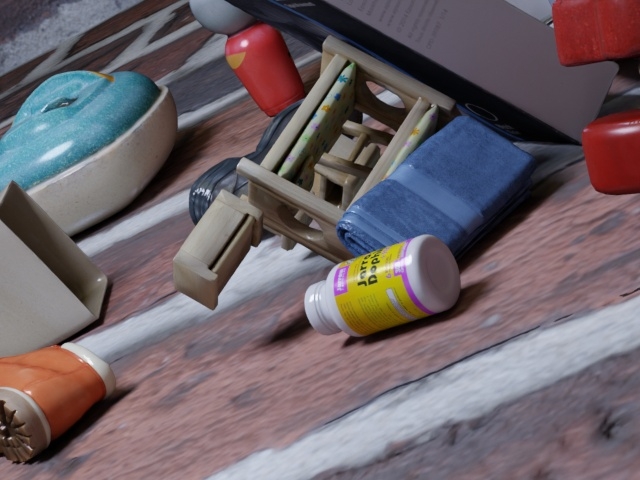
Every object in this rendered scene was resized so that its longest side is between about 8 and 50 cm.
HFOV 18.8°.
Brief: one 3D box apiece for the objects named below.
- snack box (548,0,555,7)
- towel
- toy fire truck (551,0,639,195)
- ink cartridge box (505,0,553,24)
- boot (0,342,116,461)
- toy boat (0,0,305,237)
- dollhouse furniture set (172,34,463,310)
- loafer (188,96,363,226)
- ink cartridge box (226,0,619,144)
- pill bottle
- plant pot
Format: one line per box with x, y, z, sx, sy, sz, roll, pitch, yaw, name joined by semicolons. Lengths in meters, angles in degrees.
0.246;-0.197;1.263;0.207;0.070;0.174;-29;-5;7;snack box
0.068;-0.021;1.125;0.119;0.067;0.029;-41;-22;-30;towel
0.268;-0.137;0.972;0.254;0.169;0.302;-17;6;-34;toy fire truck
0.088;-0.229;1.604;0.093;0.154;0.212;-33;13;-19;ink cartridge box
-0.196;0.099;1.255;0.085;0.059;0.158;-35;23;-32;boot
-0.177;-0.131;1.804;0.318;0.148;0.267;-28;14;9;toy boat
0.000;0.000;1.214;0.182;0.101;0.161;-57;-12;-23;dollhouse furniture set
-0.019;-0.053;1.439;0.061;0.062;0.170;17;48;41;loafer
0.010;-0.159;1.210;0.065;0.333;0.165;-64;19;-5;ink cartridge box
0.032;0.028;1.061;0.083;0.043;0.043;-20;17;35;pill bottle
-0.235;0.035;1.456;0.096;0.109;0.109;-40;13;9;plant pot
